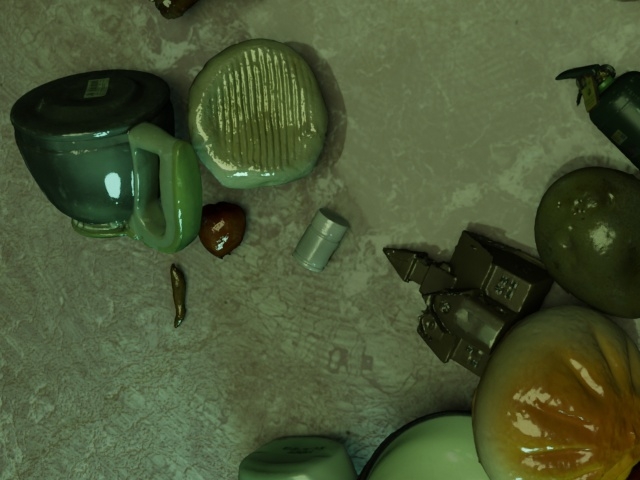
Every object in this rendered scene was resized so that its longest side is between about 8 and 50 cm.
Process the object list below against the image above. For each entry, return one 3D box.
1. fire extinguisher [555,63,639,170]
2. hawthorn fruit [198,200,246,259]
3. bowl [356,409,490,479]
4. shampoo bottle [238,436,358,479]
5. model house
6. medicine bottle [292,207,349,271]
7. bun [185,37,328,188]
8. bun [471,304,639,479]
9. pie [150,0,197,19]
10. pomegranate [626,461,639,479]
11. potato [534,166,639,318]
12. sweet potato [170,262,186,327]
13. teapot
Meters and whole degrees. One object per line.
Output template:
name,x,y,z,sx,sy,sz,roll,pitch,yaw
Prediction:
fire extinguisher,0.460,-0.138,1.282,0.311,0.114,0.095,47,64,2
hawthorn fruit,-0.157,-0.013,1.487,0.081,0.081,0.093,2,109,16
bowl,0.184,0.444,1.381,0.354,0.354,0.185,45,151,4
shampoo bottle,-0.015,0.503,1.497,0.222,0.151,0.349,-6,99,33
model house,0.184,0.073,1.377,0.248,0.176,0.180,29,108,26
medicine bottle,0.000,0.000,1.453,0.057,0.057,0.089,32,107,8
bun,-0.102,-0.186,1.402,0.231,0.133,0.231,0,91,-16
bun,0.356,0.242,1.267,0.165,0.299,0.298,14,107,52
pie,-0.161,-0.484,1.389,0.275,0.105,0.257,-12,88,17
pomegranate,0.503,0.396,1.310,0.209,0.209,0.209,3,101,15
potato,0.403,0.004,1.294,0.178,0.160,0.235,-19,105,38
sweet potato,-0.237,0.093,1.556,0.026,0.026,0.115,2,105,16
teapot,-0.297,-0.121,1.436,0.322,0.239,0.239,5,124,16
